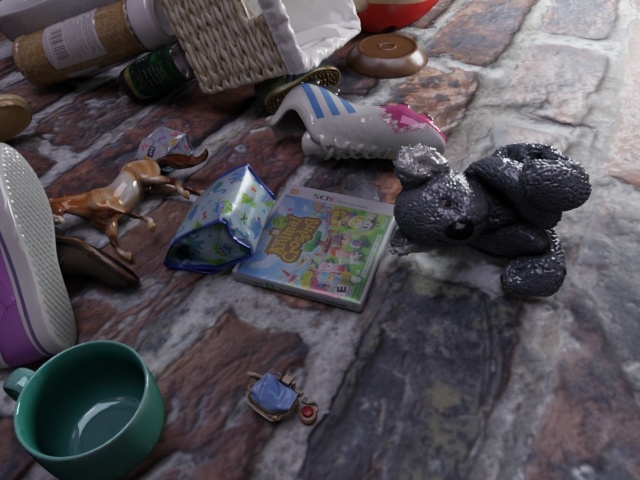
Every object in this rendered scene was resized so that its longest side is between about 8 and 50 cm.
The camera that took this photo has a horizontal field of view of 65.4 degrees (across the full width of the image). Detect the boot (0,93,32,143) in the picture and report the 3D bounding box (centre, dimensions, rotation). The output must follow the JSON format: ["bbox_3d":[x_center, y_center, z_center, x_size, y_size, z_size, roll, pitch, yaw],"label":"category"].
[{"bbox_3d":[-0.637,-0.161,0.902,0.262,0.095,0.203,-30,50,-22],"label":"boot"}]

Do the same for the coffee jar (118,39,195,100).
[{"bbox_3d":[-0.341,-0.360,1.060,0.185,0.079,0.096,-9,36,33],"label":"coffee jar"}]

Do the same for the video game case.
[{"bbox_3d":[0.000,0.000,0.752,0.194,0.023,0.212,13,47,16],"label":"video game case"}]

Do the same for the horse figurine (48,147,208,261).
[{"bbox_3d":[-0.301,-0.075,0.818,0.175,0.066,0.263,27,53,21],"label":"horse figurine"}]

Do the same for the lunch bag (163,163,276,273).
[{"bbox_3d":[-0.156,-0.024,0.738,0.151,0.096,0.128,-17,37,29],"label":"lunch bag"}]

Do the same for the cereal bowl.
[{"bbox_3d":[-0.651,-0.589,1.287,0.339,0.141,0.338,-11,42,10],"label":"cereal bowl"}]

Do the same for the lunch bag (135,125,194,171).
[{"bbox_3d":[-0.290,-0.167,0.921,0.071,0.053,0.083,24,60,27],"label":"lunch bag"}]

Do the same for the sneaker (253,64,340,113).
[{"bbox_3d":[-0.057,-0.344,1.075,0.192,0.064,0.086,-30,55,-21],"label":"sneaker"}]

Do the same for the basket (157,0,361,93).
[{"bbox_3d":[-0.128,-0.503,1.002,0.267,0.328,0.331,-8,29,30],"label":"basket"}]

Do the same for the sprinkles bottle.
[{"bbox_3d":[-0.496,-0.441,1.098,0.356,0.121,0.121,-11,43,16],"label":"sprinkles bottle"}]

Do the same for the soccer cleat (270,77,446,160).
[{"bbox_3d":[0.055,-0.184,0.891,0.331,0.116,0.143,27,68,30],"label":"soccer cleat"}]

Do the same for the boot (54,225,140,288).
[{"bbox_3d":[-0.370,0.046,0.713,0.219,0.082,0.106,25,76,14],"label":"boot"}]

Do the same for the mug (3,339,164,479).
[{"bbox_3d":[-0.241,0.179,0.531,0.130,0.097,0.158,-31,50,-25],"label":"mug"}]

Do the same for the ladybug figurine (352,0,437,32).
[{"bbox_3d":[0.191,-0.685,1.339,0.305,0.161,0.449,23,49,23],"label":"ladybug figurine"}]

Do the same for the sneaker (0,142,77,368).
[{"bbox_3d":[-0.425,0.023,0.624,0.161,0.102,0.281,-15,81,0],"label":"sneaker"}]

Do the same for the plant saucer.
[{"bbox_3d":[0.159,-0.451,1.194,0.199,0.036,0.198,-1,45,1],"label":"plant saucer"}]

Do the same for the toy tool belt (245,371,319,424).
[{"bbox_3d":[-0.043,0.175,0.557,0.083,0.051,0.052,18,48,20],"label":"toy tool belt"}]

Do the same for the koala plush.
[{"bbox_3d":[0.202,-0.044,0.683,0.222,0.196,0.203,-3,33,1],"label":"koala plush"}]
